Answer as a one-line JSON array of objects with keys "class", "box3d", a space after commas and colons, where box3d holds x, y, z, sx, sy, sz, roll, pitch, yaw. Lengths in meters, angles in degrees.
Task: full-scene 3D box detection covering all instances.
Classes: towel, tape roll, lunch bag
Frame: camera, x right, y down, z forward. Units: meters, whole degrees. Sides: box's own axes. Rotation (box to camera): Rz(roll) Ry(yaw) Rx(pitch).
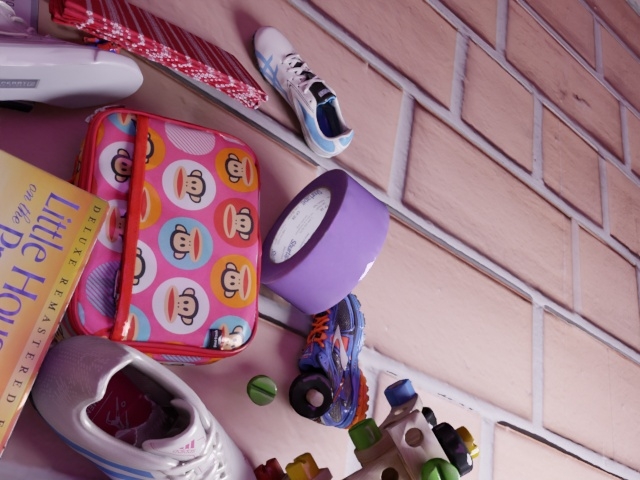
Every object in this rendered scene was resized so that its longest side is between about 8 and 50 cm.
[{"class": "towel", "box3d": [-0.214, -0.265, 0.801, 0.275, 0.031, 0.199, 18, 24, -34]}, {"class": "tape roll", "box3d": [0.000, 0.000, 0.828, 0.080, 0.189, 0.189, 37, 53, -23]}, {"class": "lunch bag", "box3d": [-0.203, -0.005, 0.720, 0.258, 0.120, 0.293, 11, 67, -31]}]

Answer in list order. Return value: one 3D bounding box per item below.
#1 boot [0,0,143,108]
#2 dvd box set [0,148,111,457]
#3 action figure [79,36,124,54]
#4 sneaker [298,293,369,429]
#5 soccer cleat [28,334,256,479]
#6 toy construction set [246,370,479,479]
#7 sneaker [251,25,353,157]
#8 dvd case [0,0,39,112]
[{"class": "boot", "box3d": [-0.331, -0.223, 0.675, 0.258, 0.095, 0.123, -11, 72, -49]}, {"class": "dvd box set", "box3d": [-0.410, 0.008, 0.450, 0.420, 0.062, 0.308, 28, 57, -27]}, {"class": "action figure", "box3d": [-0.298, -0.245, 0.792, 0.115, 0.030, 0.038, -36, 92, -44]}, {"class": "sneaker", "box3d": [0.012, 0.153, 0.853, 0.087, 0.083, 0.221, 6, 67, -32]}, {"class": "soccer cleat", "box3d": [-0.146, 0.219, 0.613, 0.331, 0.143, 0.116, 53, 49, -32]}, {"class": "toy construction set", "box3d": [0.060, 0.309, 0.687, 0.257, 0.237, 0.309, -2, 85, -14]}, {"class": "sneaker", "box3d": [-0.024, -0.247, 0.978, 0.085, 0.086, 0.237, -36, 96, -40]}, {"class": "dvd case", "box3d": [-0.444, -0.250, 0.674, 0.238, 0.029, 0.179, 8, 68, -38]}]
